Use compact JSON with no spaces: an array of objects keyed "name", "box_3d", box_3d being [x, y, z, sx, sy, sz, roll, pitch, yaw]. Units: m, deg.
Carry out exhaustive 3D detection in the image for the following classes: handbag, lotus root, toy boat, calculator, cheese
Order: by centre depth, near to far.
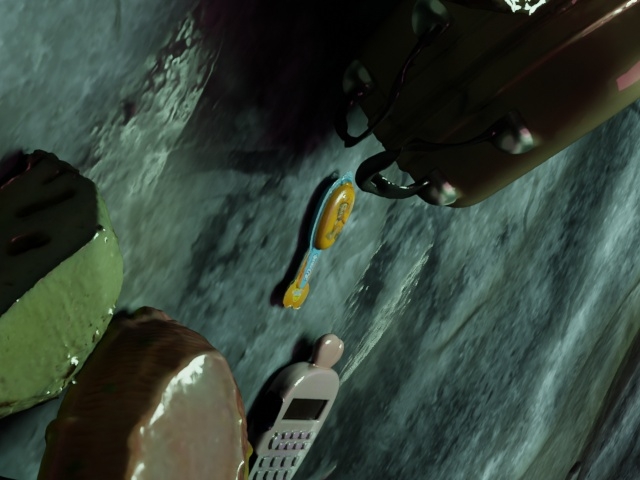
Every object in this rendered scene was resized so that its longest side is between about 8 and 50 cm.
[{"name":"lotus root","box_3d":[-0.159,0.043,1.018,0.143,0.070,0.144,-53,155,-23]},{"name":"toy boat","box_3d":[-0.106,0.147,1.078,0.099,0.141,0.318,-36,-154,37]},{"name":"handbag","box_3d":[0.129,-0.124,1.221,0.283,0.149,0.302,-36,-178,-21]},{"name":"cheese","box_3d":[-0.001,0.000,1.374,0.047,0.017,0.111,12,104,-63]},{"name":"calculator","box_3d":[-0.027,0.145,1.461,0.166,0.024,0.103,-63,156,5]}]

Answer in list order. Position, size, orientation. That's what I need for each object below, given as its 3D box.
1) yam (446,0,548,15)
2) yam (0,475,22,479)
[{"name":"yam","box_3d":[-0.019,-0.183,0.840,0.131,0.279,0.131,-36,135,-47]},{"name":"yam","box_3d":[-0.196,0.167,1.062,0.083,0.083,0.371,-61,156,-6]}]
